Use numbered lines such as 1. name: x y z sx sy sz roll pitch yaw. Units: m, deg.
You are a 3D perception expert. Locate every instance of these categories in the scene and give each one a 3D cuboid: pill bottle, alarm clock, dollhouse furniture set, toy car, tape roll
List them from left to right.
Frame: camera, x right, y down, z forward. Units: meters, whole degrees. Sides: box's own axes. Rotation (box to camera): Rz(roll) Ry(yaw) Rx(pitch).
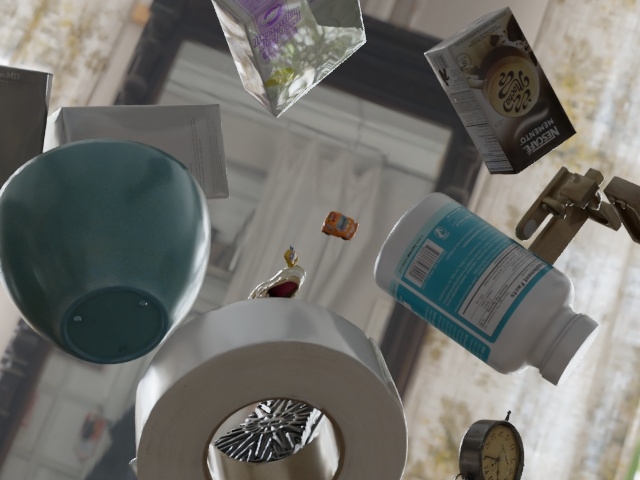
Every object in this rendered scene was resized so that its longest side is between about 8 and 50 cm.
1. tape roll: -0.053 0.204 1.243 0.286 0.286 0.100 27 17 -20
2. toy car: 0.000 0.000 1.813 0.060 0.122 0.040 37 -13 35
3. alarm clock: 0.272 0.371 1.954 0.064 0.192 0.129 -5 -75 40
4. pill bottle: 0.206 0.066 1.438 0.264 0.146 0.146 36 -12 19
5. dollhouse furniture set: 0.326 -0.002 1.434 0.151 0.123 0.144 31 -11 45

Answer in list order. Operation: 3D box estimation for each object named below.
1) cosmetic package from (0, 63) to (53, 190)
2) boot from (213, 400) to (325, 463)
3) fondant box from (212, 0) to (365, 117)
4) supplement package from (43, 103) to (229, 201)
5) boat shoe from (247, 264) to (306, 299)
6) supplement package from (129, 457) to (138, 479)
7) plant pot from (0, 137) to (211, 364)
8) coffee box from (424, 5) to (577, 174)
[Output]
1. cosmetic package: -0.504 -0.162 1.870 0.127 0.238 0.107 6 9 -9
2. boot: -0.037 0.374 1.634 0.131 0.260 0.348 -10 9 21
3. fondant box: -0.048 -0.397 2.113 0.096 0.238 0.330 44 -11 22
4. supplement package: -0.335 -0.141 2.081 0.293 0.175 0.177 -5 -3 -30
5. boat shoe: -0.099 0.116 2.421 0.063 0.059 0.170 38 -61 -15
6. supplement package: -0.195 0.395 1.769 0.105 0.105 0.179 34 -29 57
7. plant pot: -0.271 0.043 1.499 0.290 0.195 0.290 -9 -48 -10
8. coffee box: 0.367 -0.300 2.390 0.297 0.168 0.119 59 -16 -12
